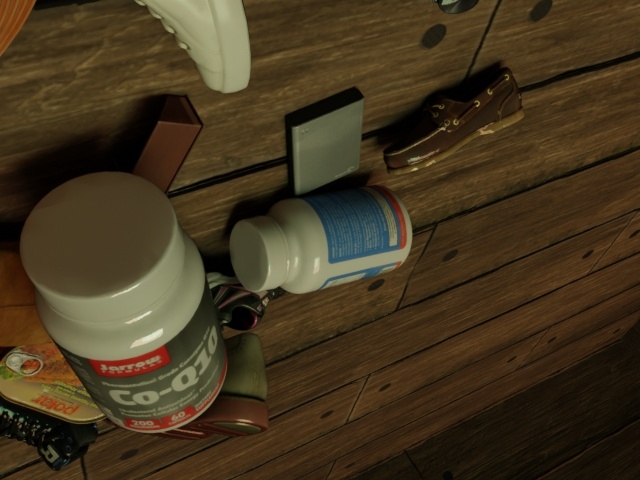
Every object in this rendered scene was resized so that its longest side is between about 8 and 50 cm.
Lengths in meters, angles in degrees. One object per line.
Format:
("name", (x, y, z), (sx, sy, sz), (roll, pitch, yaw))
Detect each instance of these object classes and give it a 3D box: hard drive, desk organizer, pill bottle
("hard drive", (0.005, -0.115, 0.928), (0.094, 0.022, 0.135), (-25, 152, -15))
("desk organizer", (-0.171, -0.083, 0.769), (0.050, 0.047, 0.130), (-1, 139, -43))
("pill bottle", (-0.189, 0.072, 0.780), (0.161, 0.161, 0.283), (-25, 150, -15))
("pill bottle", (0.000, 0.000, 1.002), (0.222, 0.124, 0.124), (-11, 145, -36))

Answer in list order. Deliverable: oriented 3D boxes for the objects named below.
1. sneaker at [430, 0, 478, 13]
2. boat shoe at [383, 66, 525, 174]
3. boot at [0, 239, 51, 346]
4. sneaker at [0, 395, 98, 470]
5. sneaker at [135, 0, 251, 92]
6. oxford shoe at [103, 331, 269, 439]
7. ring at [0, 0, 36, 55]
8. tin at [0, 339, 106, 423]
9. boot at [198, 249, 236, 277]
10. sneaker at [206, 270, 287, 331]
("sneaker", (0.120, -0.289, 0.676), (0.153, 0.101, 0.269), (-48, 152, 22))
("boat shoe", (0.165, -0.155, 0.995), (0.207, 0.073, 0.073), (-29, 115, -14))
("boot", (-0.375, 0.095, 0.753), (0.264, 0.096, 0.280), (-60, 162, 11))
("sneaker", (-0.376, 0.240, 0.997), (0.079, 0.121, 0.217), (-46, 150, 22))
("sneaker", (-0.129, -0.214, 0.558), (0.123, 0.105, 0.290), (-19, 144, -4))
("oxford shoe", (-0.185, 0.200, 1.056), (0.348, 0.130, 0.123), (-15, 152, 42))
("ring", (-0.304, -0.088, 0.460), (0.337, 0.032, 0.336), (-41, -173, 6))
("tin", (-0.323, 0.170, 0.977), (0.106, 0.040, 0.190), (-49, 134, 2))
("boot", (-0.147, 0.044, 1.005), (0.099, 0.045, 0.121), (-11, 148, -38))
("sneaker", (-0.097, 0.082, 0.999), (0.178, 0.077, 0.072), (-13, 144, -50))
